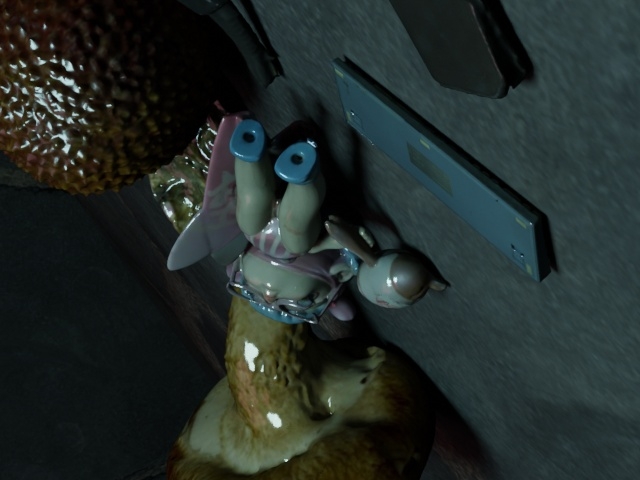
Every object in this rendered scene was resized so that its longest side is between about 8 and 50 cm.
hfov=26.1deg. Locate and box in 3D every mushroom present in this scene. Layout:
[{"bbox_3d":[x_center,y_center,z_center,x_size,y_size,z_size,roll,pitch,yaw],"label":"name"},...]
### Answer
[{"bbox_3d":[-0.036,0.164,1.257,0.254,0.267,0.267,49,168,8],"label":"mushroom"}]

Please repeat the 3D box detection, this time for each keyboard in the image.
[{"bbox_3d":[0.066,-0.043,0.790,0.176,0.014,0.055,43,165,35],"label":"keyboard"}]

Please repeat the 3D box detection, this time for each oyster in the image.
[{"bbox_3d":[-0.147,-0.119,1.200,0.361,0.096,0.221,55,175,-6],"label":"oyster"}]

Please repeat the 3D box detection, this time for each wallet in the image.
[{"bbox_3d":[0.039,-0.132,0.616,0.157,0.018,0.082,58,166,-26],"label":"wallet"}]

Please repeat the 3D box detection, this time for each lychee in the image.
[{"bbox_3d":[-0.170,-0.124,1.008,0.194,0.194,0.194,48,168,14],"label":"lychee"}]

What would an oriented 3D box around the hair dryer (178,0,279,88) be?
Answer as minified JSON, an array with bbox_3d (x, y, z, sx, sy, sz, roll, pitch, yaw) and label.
[{"bbox_3d":[-0.153,-0.202,0.864,0.303,0.120,0.359,4,150,42],"label":"hair dryer"}]

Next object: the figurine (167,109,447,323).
[{"bbox_3d":[-0.003,-0.013,1.001,0.205,0.103,0.260,12,157,8],"label":"figurine"}]
